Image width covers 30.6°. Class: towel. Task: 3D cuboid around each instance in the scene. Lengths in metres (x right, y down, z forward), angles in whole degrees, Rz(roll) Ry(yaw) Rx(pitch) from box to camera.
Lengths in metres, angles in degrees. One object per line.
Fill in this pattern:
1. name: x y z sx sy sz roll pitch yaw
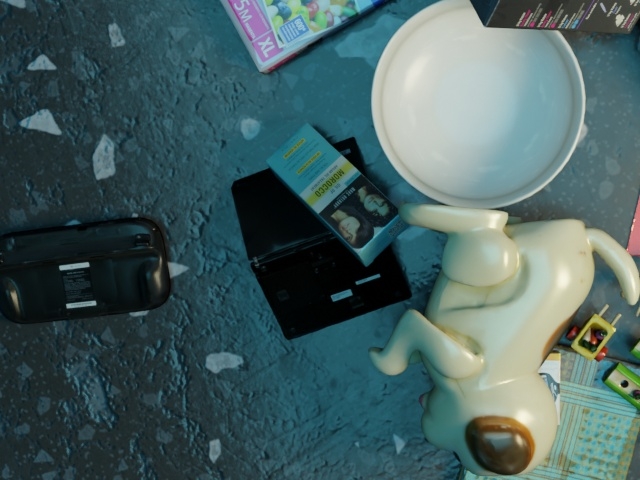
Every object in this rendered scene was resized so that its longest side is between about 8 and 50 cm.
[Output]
1. towel: 0.385 0.358 1.970 0.271 0.040 0.370 14 94 5

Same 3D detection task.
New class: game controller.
1. game controller: -0.423 0.056 2.047 0.319 0.067 0.167 -6 108 9

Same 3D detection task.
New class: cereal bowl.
1. cereal bowl: 0.252 -0.221 1.886 0.338 0.141 0.339 1 95 8

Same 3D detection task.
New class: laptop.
1. laptop: 0.000 0.000 2.002 0.234 0.136 0.264 -20 117 9

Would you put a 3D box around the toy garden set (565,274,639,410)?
1. toy garden set: 0.539 0.144 1.885 0.204 0.049 0.244 38 102 4

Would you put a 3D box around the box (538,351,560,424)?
1. box: 0.355 0.251 1.935 0.081 0.028 0.136 1 95 7

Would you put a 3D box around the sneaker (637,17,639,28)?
1. sneaker: 0.593 -0.305 1.848 0.131 0.112 0.319 -22 93 12

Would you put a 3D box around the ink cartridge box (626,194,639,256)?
1. ink cartridge box: 0.630 -0.037 1.896 0.224 0.056 0.181 12 96 5

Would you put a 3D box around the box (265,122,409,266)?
1. box: 0.026 -0.077 1.913 0.100 0.060 0.244 -44 63 -3

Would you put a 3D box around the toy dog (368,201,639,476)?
1. toy dog: 0.276 0.161 1.824 0.395 0.284 0.408 6 90 7

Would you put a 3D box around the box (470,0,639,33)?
1. box: 0.359 -0.421 1.769 0.270 0.143 0.165 -3 51 -23

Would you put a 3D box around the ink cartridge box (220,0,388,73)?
1. ink cartridge box: -0.010 -0.434 1.946 0.311 0.065 0.186 -29 91 7
